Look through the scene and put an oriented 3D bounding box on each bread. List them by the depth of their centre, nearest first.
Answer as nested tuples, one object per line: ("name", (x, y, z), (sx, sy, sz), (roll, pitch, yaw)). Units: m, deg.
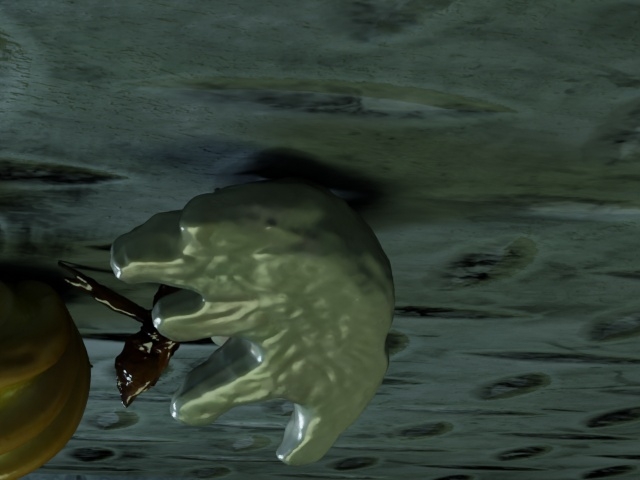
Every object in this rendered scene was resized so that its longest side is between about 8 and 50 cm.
("bread", (-0.396, 0.143, 1.934), (0.315, 0.211, 0.270), (-2, 165, -1))

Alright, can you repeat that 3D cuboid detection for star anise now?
("star anise", (-0.190, 0.067, 1.916), (0.144, 0.158, 0.140), (33, 158, 7))

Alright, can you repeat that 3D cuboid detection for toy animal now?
("toy animal", (-0.060, 0.021, 1.585), (0.307, 0.188, 0.266), (22, 137, -31))
